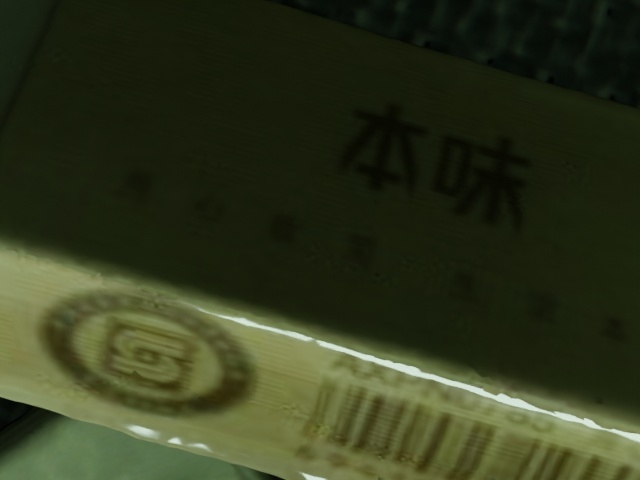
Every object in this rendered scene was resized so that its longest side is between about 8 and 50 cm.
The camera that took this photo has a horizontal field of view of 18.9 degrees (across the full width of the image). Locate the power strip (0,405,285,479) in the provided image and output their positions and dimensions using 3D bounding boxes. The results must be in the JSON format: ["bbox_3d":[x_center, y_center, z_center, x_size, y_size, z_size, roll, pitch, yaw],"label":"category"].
[{"bbox_3d":[-0.029,0.151,0.669,0.105,0.070,0.257,-35,92,0],"label":"power strip"}]

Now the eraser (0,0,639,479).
[{"bbox_3d":[0.000,0.000,0.626,0.343,0.078,0.144,16,49,-2],"label":"eraser"}]
